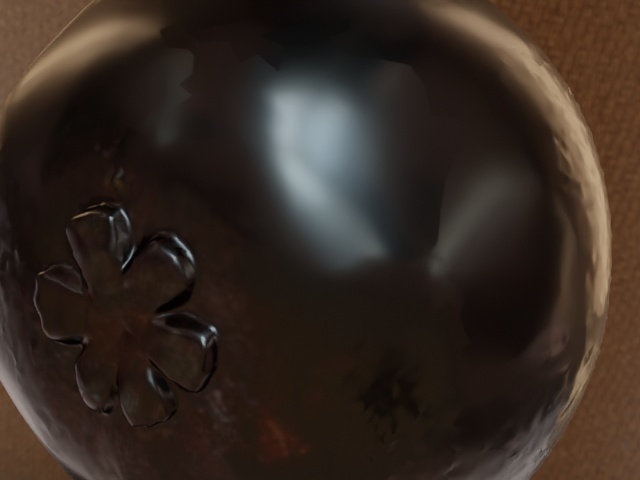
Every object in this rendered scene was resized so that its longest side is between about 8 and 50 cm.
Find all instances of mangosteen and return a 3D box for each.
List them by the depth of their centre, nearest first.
[{"bbox_3d":[0.003,-0.003,0.612,0.297,0.313,0.297,35,140,35],"label":"mangosteen"}]
